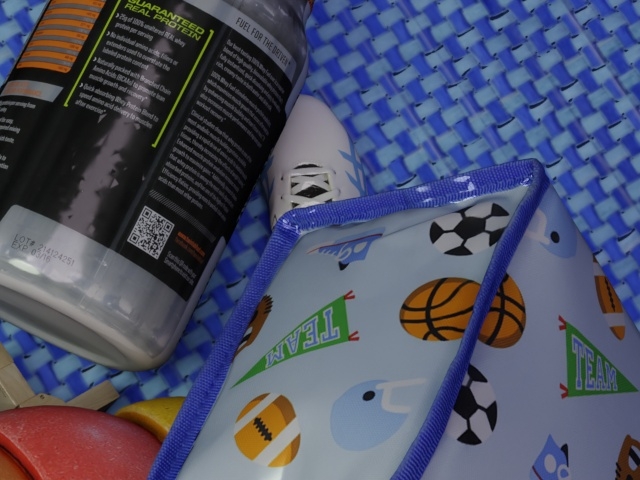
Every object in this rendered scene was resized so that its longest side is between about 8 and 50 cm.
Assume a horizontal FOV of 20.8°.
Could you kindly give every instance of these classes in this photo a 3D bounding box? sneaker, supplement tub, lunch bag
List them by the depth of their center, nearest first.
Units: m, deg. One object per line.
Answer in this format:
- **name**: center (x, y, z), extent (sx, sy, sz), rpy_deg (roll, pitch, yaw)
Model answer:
- **lunch bag**: center (0.057, 0.205, 0.997), extent (0.328, 0.239, 0.385), rpy_deg (52, 43, -30)
- **supplement tub**: center (-0.131, -0.082, 1.237), extent (0.194, 0.193, 0.316), rpy_deg (26, 75, 0)
- **sneaker**: center (0.000, 0.000, 1.289), extent (0.085, 0.086, 0.237), rpy_deg (-5, 76, -6)

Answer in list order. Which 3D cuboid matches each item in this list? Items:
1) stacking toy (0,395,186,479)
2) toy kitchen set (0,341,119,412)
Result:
- **stacking toy**: center (-0.110, 0.209, 1.145), extent (0.480, 0.350, 0.350), rpy_deg (-22, 79, -27)
- **toy kitchen set**: center (-0.209, 0.109, 1.263), extent (0.075, 0.068, 0.083), rpy_deg (-29, 80, -41)
